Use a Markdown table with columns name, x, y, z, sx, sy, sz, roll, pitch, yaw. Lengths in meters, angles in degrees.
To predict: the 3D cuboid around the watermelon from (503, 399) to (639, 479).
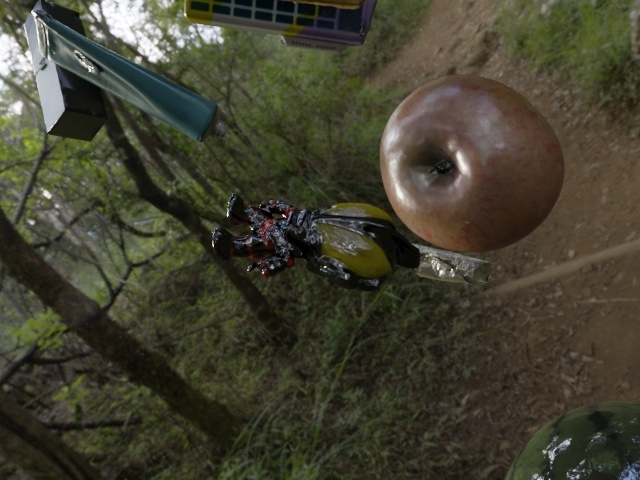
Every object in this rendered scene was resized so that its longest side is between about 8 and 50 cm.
| name | x | y | z | sx | sy | sz | roll | pitch | yaw |
| --- | --- | --- | --- | --- | --- | --- | --- | --- | --- |
| watermelon | 0.294 | 0.313 | 0.474 | 0.279 | 0.279 | 0.359 | -45 | 20 | 27 |

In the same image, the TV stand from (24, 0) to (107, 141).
| name | x | y | z | sx | sy | sz | roll | pitch | yaw |
| --- | --- | --- | --- | --- | --- | --- | --- | --- | --- |
| TV stand | -0.499 | -0.333 | 1.085 | 0.082 | 0.270 | 0.088 | -35 | -22 | 34 |

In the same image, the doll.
| name | x | y | z | sx | sy | sz | roll | pitch | yaw |
| --- | --- | --- | --- | --- | --- | --- | --- | --- | --- |
| doll | 0.000 | 0.000 | 0.675 | 0.088 | 0.248 | 0.127 | 78 | -155 | -75 |

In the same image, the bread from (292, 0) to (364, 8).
| name | x | y | z | sx | sy | sz | roll | pitch | yaw |
| --- | --- | --- | --- | --- | --- | --- | --- | --- | --- |
| bread | -0.076 | -0.373 | 0.632 | 0.114 | 0.274 | 0.185 | -108 | 23 | -68 |

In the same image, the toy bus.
| name | x | y | z | sx | sy | sz | roll | pitch | yaw |
| --- | --- | --- | --- | --- | --- | --- | --- | --- | --- |
| toy bus | -0.081 | -0.579 | 1.280 | 0.209 | 0.439 | 0.249 | -110 | 26 | -70 |

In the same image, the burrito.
| name | x | y | z | sx | sy | sz | roll | pitch | yaw |
| --- | --- | --- | --- | --- | --- | --- | --- | --- | --- |
| burrito | 0.313 | 0.062 | 1.365 | 0.226 | 0.087 | 0.060 | 10 | 21 | 43 |

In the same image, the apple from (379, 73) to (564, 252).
| name | x | y | z | sx | sy | sz | roll | pitch | yaw |
| --- | --- | --- | --- | --- | --- | --- | --- | --- | --- |
| apple | 0.258 | -0.140 | 1.011 | 0.345 | 0.345 | 0.269 | -47 | -22 | 13 |

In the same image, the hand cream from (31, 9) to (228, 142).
| name | x | y | z | sx | sy | sz | roll | pitch | yaw |
| --- | --- | --- | --- | --- | --- | --- | --- | --- | --- |
| hand cream | -0.207 | -0.175 | 0.620 | 0.048 | 0.224 | 0.083 | -68 | 13 | -22 |
